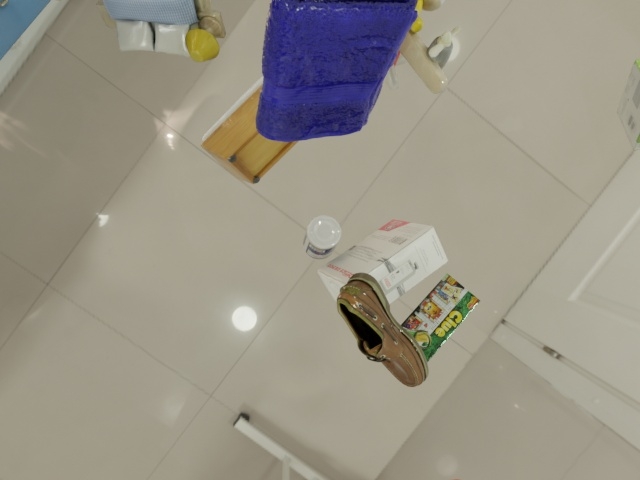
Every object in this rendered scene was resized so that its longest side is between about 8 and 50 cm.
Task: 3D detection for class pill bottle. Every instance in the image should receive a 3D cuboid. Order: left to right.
[{"bbox_3d":[0.000,0.000,1.388,0.094,0.169,0.094,2,73,-7],"label":"pill bottle"}]

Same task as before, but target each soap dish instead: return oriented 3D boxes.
[{"bbox_3d":[-0.171,-0.307,1.421,0.291,0.229,0.118,-44,68,0],"label":"soap dish"}]

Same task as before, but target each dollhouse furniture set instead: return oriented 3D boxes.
[{"bbox_3d":[-0.283,-0.303,0.536,0.303,0.286,0.198,10,60,8],"label":"dollhouse furniture set"}]

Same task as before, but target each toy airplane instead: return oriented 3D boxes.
[{"bbox_3d":[0.227,-0.614,1.387,0.272,0.384,0.386,-29,115,6],"label":"toy airplane"}]

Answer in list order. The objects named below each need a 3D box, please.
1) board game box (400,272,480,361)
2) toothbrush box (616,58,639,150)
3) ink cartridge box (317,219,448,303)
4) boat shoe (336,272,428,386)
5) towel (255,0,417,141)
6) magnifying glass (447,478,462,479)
[{"bbox_3d":[0.365,0.239,1.556,0.136,0.030,0.260,41,77,14],"label":"board game box"},{"bbox_3d":[0.832,-0.331,1.081,0.283,0.206,0.122,-16,67,14],"label":"toothbrush box"},{"bbox_3d":[0.162,0.069,1.346,0.283,0.207,0.117,-33,109,-15],"label":"ink cartridge box"},{"bbox_3d":[0.129,0.224,1.116,0.110,0.104,0.307,-24,106,44],"label":"boat shoe"},{"bbox_3d":[0.018,-0.268,0.798,0.227,0.308,0.076,-14,70,-16],"label":"towel"},{"bbox_3d":[0.116,0.250,0.392,0.092,0.231,0.026,-14,85,9],"label":"magnifying glass"}]
